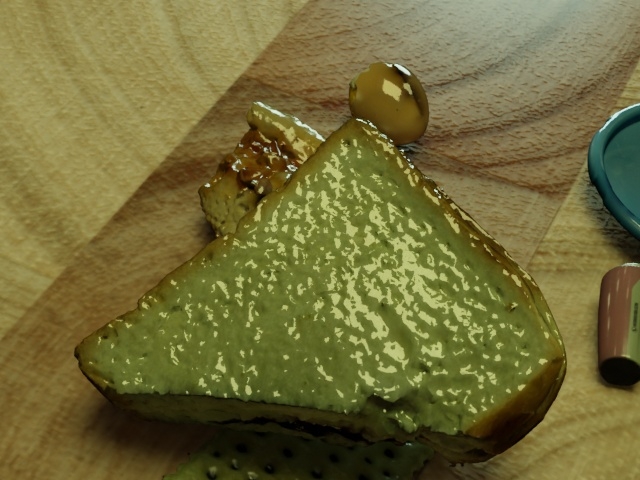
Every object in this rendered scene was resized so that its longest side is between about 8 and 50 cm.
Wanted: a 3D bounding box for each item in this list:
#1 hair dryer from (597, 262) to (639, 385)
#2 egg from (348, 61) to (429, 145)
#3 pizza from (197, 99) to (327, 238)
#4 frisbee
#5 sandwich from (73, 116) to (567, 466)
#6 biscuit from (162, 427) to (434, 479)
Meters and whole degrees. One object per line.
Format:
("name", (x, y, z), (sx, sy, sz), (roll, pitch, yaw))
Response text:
("hair dryer", (0.303, 0.083, 1.217), (0.154, 0.054, 0.106), (15, 47, -2))
("egg", (0.065, -0.124, 1.371), (0.071, 0.071, 0.083), (-16, 61, -27))
("pizza", (0.000, 0.000, 1.206), (0.182, 0.074, 0.365), (5, 36, -27))
("frisbee", (0.361, -0.042, 1.361), (0.242, 0.045, 0.242), (6, 42, -5))
("sandwich", (0.007, 0.082, 1.042), (0.288, 0.099, 0.254), (-38, 75, -3))
("biscuit", (-0.015, 0.165, 1.086), (0.139, 0.016, 0.231), (33, 48, 21))
